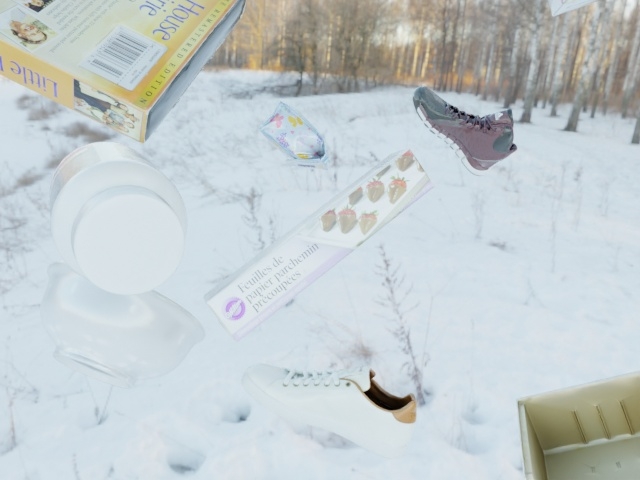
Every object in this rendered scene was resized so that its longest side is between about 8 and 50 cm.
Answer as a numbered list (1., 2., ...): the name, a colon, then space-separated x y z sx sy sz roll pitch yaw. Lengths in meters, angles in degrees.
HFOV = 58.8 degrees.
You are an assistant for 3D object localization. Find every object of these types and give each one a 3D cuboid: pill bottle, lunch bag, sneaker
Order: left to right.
1. pill bottle: -0.293 -0.038 0.818 0.176 0.176 0.318 -4 17 -25
2. lunch bag: -0.024 -0.113 0.661 0.083 0.053 0.071 39 4 3
3. sneaker: 0.018 0.238 0.923 0.290 0.123 0.106 19 14 7
4. sneaker: 0.358 -0.289 1.335 0.162 0.281 0.106 -30 30 42

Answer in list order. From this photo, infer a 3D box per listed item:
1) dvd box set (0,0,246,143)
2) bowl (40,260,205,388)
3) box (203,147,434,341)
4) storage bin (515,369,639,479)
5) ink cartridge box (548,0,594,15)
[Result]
1. dvd box set: -0.334 -0.322 0.698 0.420 0.062 0.308 25 52 -6
2. bowl: -0.360 0.167 0.980 0.298 0.298 0.134 11 61 17
3. box: 0.000 0.000 0.725 0.324 0.063 0.067 -38 10 -12
4. storage bin: 0.469 0.340 0.912 0.262 0.123 0.260 -20 6 20
5. ink cartridge box: 0.356 -0.349 0.708 0.115 0.067 0.198 -16 7 14
